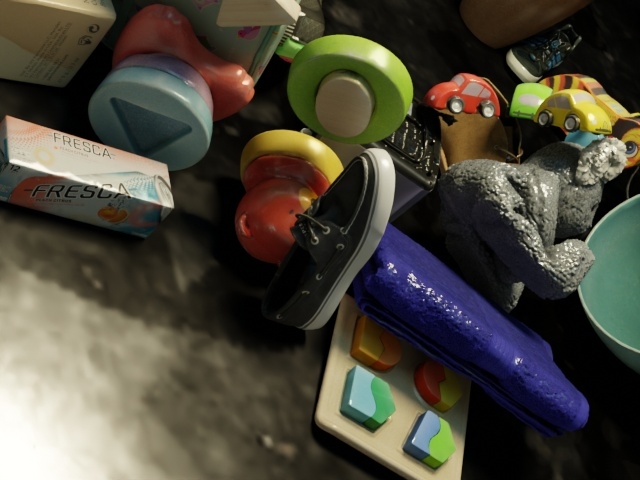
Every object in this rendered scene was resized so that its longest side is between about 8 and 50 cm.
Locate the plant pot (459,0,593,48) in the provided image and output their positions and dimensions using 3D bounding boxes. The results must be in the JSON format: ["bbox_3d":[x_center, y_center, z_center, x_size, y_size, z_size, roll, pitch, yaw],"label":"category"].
[{"bbox_3d":[0.347,-0.433,1.985,0.215,0.230,0.215,26,41,-25],"label":"plant pot"}]

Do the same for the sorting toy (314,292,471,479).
[{"bbox_3d":[0.090,0.169,1.315,0.193,0.038,0.208,33,38,-18],"label":"sorting toy"}]

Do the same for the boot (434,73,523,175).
[{"bbox_3d":[0.237,-0.096,1.655,0.112,0.115,0.305,2,57,-49],"label":"boot"}]

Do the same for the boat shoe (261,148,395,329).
[{"bbox_3d":[0.000,0.000,1.232,0.076,0.228,0.080,6,40,-31],"label":"boat shoe"}]

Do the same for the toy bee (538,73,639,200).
[{"bbox_3d":[0.489,-0.175,1.947,0.298,0.162,0.195,46,34,-1],"label":"toy bee"}]

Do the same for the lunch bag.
[{"bbox_3d":[-0.142,-0.272,1.296,0.224,0.279,0.108,31,58,-5],"label":"lunch bag"}]

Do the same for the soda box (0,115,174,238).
[{"bbox_3d":[-0.239,-0.060,1.180,0.183,0.058,0.063,15,46,-36],"label":"soda box"}]

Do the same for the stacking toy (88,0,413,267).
[{"bbox_3d":[-0.072,-0.117,1.232,0.309,0.279,0.130,33,49,-20],"label":"stacking toy"}]

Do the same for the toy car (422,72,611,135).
[{"bbox_3d":[0.268,-0.182,1.561,0.239,0.053,0.225,11,10,15],"label":"toy car"}]

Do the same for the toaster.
[{"bbox_3d":[0.069,-0.125,1.511,0.186,0.110,0.168,33,38,-19],"label":"toaster"}]

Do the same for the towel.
[{"bbox_3d":[0.158,0.099,1.392,0.308,0.076,0.227,37,11,-14],"label":"towel"}]

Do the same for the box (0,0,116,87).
[{"bbox_3d":[-0.376,-0.259,1.174,0.311,0.121,0.148,2,55,-45],"label":"box"}]

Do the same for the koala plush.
[{"bbox_3d":[0.278,-0.052,1.510,0.221,0.196,0.203,-36,95,-25],"label":"koala plush"}]

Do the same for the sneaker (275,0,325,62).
[{"bbox_3d":[-0.044,-0.422,1.599,0.185,0.202,0.483,26,40,-26],"label":"sneaker"}]

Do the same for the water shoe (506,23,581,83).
[{"bbox_3d":[0.385,-0.331,2.055,0.073,0.080,0.203,49,36,4],"label":"water shoe"}]

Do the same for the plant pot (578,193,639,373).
[{"bbox_3d":[0.516,0.094,1.661,0.195,0.290,0.290,64,16,-48],"label":"plant pot"}]
